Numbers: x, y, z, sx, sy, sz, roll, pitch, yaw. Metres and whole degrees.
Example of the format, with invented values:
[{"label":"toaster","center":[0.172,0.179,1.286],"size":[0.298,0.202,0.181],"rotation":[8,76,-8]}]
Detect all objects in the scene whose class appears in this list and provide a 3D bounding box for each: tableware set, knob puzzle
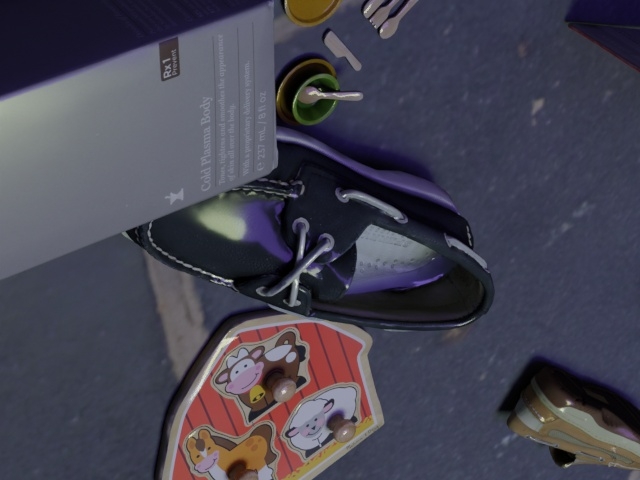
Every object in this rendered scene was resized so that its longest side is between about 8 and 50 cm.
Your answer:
[{"label":"tableware set","center":[0.006,-0.132,1.143],"size":[0.154,0.024,0.104],"rotation":[-47,139,-2]},{"label":"knob puzzle","center":[-0.035,0.127,1.297],"size":[0.213,0.030,0.213],"rotation":[-22,132,-27]}]

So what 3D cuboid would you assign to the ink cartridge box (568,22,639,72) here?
[{"label":"ink cartridge box","center":[0.350,-0.065,1.284],"size":[0.261,0.296,0.066],"rotation":[-4,122,-39]}]

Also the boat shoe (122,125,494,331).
[{"label":"boat shoe","center":[0.000,0.000,1.173],"size":[0.302,0.091,0.114],"rotation":[5,131,-40]}]

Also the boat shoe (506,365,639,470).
[{"label":"boat shoe","center":[0.226,0.165,1.535],"size":[0.190,0.068,0.072],"rotation":[29,111,-39]}]

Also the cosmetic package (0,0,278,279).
[{"label":"cosmetic package","center":[-0.148,-0.070,0.997],"size":[0.238,0.107,0.127],"rotation":[-27,137,-28]}]
